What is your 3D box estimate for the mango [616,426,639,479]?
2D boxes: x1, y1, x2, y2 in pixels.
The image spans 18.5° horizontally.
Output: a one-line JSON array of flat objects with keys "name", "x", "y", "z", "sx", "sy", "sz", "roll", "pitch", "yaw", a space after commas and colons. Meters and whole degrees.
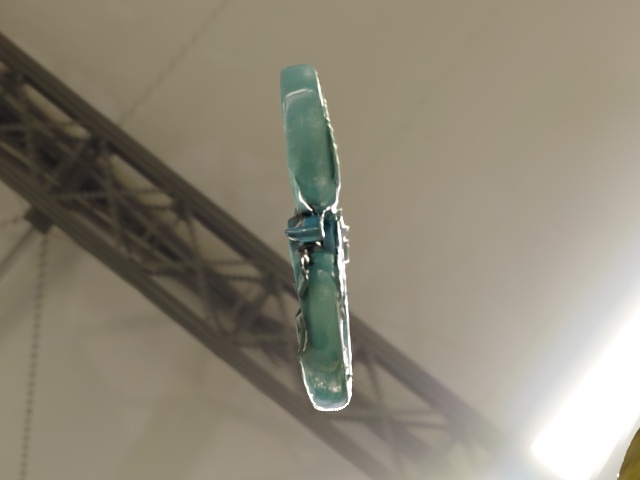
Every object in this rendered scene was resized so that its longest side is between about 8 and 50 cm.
[{"name": "mango", "x": 0.328, "y": 0.195, "z": 1.247, "sx": 0.331, "sy": 0.195, "sz": 0.142, "roll": 24, "pitch": -133, "yaw": -24}]

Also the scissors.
[{"name": "scissors", "x": 0.001, "y": 0.000, "z": 1.136, "sx": 0.032, "sy": 0.393, "sz": 0.180, "roll": -4, "pitch": -91, "yaw": 1}]
